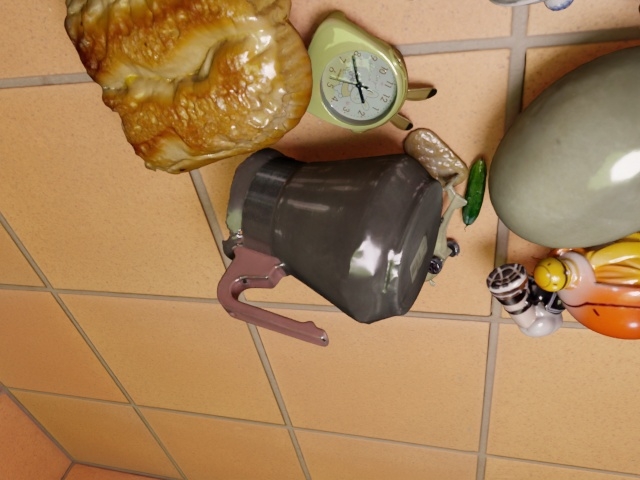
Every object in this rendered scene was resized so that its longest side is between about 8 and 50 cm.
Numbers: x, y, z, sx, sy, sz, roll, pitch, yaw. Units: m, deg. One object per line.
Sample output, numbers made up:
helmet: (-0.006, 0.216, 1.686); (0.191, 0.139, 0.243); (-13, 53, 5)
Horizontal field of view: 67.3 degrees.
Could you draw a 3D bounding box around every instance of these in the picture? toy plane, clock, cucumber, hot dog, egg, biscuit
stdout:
toy plane: (0.239, -0.007, 0.998); (0.108, 0.092, 0.286); (41, 144, 19)
clock: (0.078, -0.270, 0.837); (0.232, 0.069, 0.170); (26, 131, -7)
cucumber: (0.302, -0.090, 0.940); (0.039, 0.039, 0.167); (7, 129, 12)
hot dog: (-0.194, -0.311, 0.796); (0.366, 0.196, 0.367); (-6, 121, 36)
egg: (0.421, -0.129, 0.726); (0.258, 0.258, 0.352); (38, 131, -16)
biscuit: (0.222, -0.155, 0.923); (0.147, 0.018, 0.071); (40, 127, -16)

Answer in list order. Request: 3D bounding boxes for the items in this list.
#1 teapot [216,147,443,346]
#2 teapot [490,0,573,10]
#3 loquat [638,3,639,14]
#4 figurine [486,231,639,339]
teapot: (0.000, 0.000, 0.873); (0.362, 0.375, 0.305); (15, 150, 24)
teapot: (0.247, -0.389, 0.566); (0.424, 0.252, 0.280); (9, 155, 49)
loquat: (0.496, -0.341, 0.552); (0.244, 0.243, 0.243); (9, 131, 10)
figurine: (0.501, 0.081, 0.860); (0.320, 0.195, 0.323); (-2, 168, -39)
